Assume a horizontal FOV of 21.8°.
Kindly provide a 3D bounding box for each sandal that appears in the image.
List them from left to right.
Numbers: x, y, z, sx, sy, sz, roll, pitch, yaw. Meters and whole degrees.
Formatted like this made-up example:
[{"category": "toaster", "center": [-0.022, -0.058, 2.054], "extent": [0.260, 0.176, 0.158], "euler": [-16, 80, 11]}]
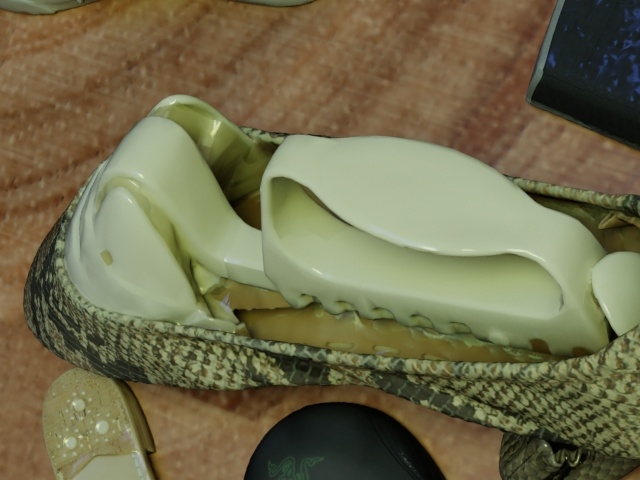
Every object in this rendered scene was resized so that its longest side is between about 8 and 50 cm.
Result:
[{"category": "sandal", "center": [-0.115, 0.177, 0.961], "extent": [0.088, 0.079, 0.240], "euler": [-33, 67, 11]}]

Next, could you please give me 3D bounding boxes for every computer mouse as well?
[{"category": "computer mouse", "center": [0.051, 0.190, 0.895], "extent": [0.188, 0.072, 0.272], "euler": [-48, 65, 5]}]

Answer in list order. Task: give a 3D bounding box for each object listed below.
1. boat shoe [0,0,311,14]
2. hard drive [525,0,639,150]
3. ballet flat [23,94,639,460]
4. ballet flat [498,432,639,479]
[{"category": "boat shoe", "center": [-0.136, -0.204, 1.056], "extent": [0.306, 0.105, 0.113], "euler": [11, 81, 24]}, {"category": "hard drive", "center": [0.232, -0.167, 0.926], "extent": [0.172, 0.054, 0.255], "euler": [27, 87, 26]}, {"category": "ballet flat", "center": [0.000, 0.000, 0.873], "extent": [0.482, 0.182, 0.164], "euler": [8, 66, 32]}, {"category": "ballet flat", "center": [0.195, 0.054, 0.880], "extent": [0.250, 0.058, 0.084], "euler": [-38, 65, 9]}]
